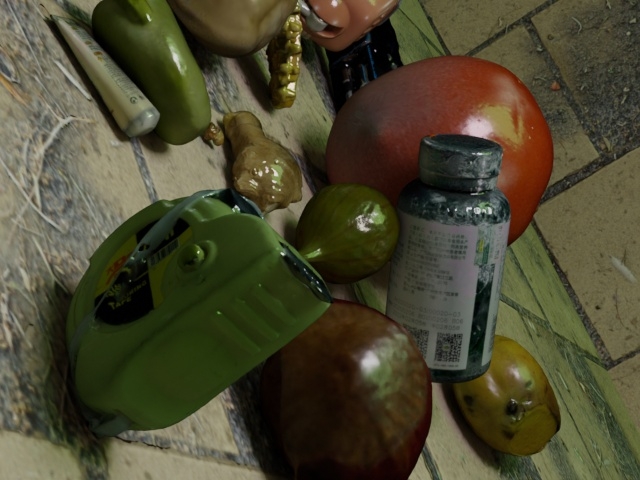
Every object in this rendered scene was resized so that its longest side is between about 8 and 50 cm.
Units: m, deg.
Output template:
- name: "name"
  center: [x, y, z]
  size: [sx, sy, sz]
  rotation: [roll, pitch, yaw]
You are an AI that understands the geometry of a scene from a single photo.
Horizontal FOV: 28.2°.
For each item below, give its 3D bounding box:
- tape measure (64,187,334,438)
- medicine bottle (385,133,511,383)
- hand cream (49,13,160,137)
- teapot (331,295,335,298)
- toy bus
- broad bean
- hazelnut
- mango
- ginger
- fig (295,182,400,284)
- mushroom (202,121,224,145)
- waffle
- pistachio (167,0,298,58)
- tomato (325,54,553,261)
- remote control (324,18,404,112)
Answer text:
- name: "tape measure"
  center: [-0.101, 0.049, 0.923]
  size: [0.106, 0.200, 0.175]
  rotation: [42, 11, -35]
- name: "medicine bottle"
  center: [0.158, 0.019, 1.573]
  size: [0.141, 0.141, 0.293]
  rotation: [-65, 160, -71]
- name: "hand cream"
  center: [-0.211, -0.161, 1.236]
  size: [0.143, 0.039, 0.061]
  rotation: [52, 14, 5]
- name: "teapot"
  center: [0.023, 0.100, 1.439]
  size: [0.083, 0.049, 0.064]
  rotation: [51, 18, -26]
- name: "toy bus"
  center: [-0.007, -0.430, 2.017]
  size: [0.287, 0.194, 0.232]
  rotation: [40, 46, -13]
- name: "broad bean"
  center: [-0.166, -0.183, 1.283]
  size: [0.174, 0.082, 0.124]
  rotation: [56, -14, 2]
- name: "hazelnut"
  center: [0.017, 0.156, 1.179]
  size: [0.170, 0.160, 0.202]
  rotation: [29, 69, -38]
- name: "mango"
  center: [0.270, 0.226, 1.826]
  size: [0.262, 0.130, 0.167]
  rotation: [48, 14, -54]
- name: "ginger"
  center: [-0.064, -0.092, 1.484]
  size: [0.096, 0.067, 0.165]
  rotation: [23, 34, -29]
- name: "fig"
  center: [0.000, 0.000, 1.478]
  size: [0.236, 0.124, 0.124]
  rotation: [-16, 75, -55]
- name: "mushroom"
  center: [-0.194, -0.224, 1.424]
  size: [0.026, 0.028, 0.286]
  rotation: [-40, 101, -31]
- name: "waffle"
  center: [-0.050, -0.273, 1.732]
  size: [0.191, 0.038, 0.191]
  rotation: [180, -90, -83]
- name: "pistachio"
  center: [-0.118, -0.338, 1.603]
  size: [0.181, 0.162, 0.293]
  rotation: [2, 48, -17]
- name: "tomato"
  center: [0.158, -0.111, 1.768]
  size: [0.321, 0.321, 0.321]
  rotation: [52, 17, -24]
- name: "remote control"
  center: [0.063, -0.313, 2.142]
  size: [0.062, 0.144, 0.399]
  rotation: [38, 29, -40]
